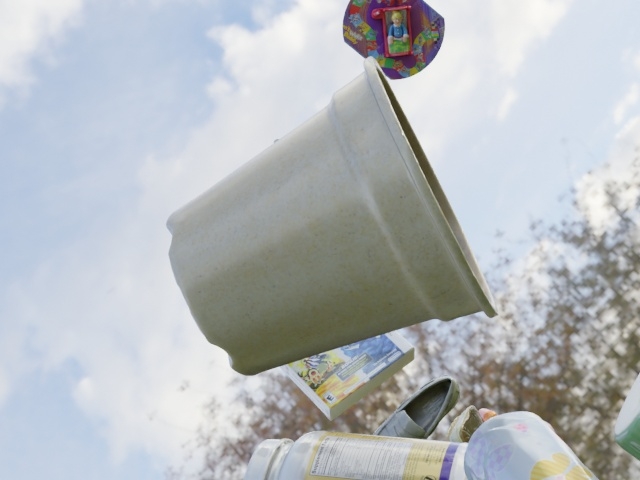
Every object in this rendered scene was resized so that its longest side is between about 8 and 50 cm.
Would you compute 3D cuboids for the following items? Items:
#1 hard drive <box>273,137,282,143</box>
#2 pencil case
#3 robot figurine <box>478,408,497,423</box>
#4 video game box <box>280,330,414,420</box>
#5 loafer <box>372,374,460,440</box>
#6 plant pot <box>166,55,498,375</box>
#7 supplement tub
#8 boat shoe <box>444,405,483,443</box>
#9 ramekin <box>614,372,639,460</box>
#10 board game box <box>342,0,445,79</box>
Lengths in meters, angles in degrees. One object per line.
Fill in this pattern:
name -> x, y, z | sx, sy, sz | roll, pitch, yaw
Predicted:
hard drive -> 0.026, -0.078, 2.075 | 0.353, 0.047, 0.233 | 2, -94, -55
pencil case -> 0.261, 0.305, 1.108 | 0.113, 0.273, 0.124 | -4, -66, -19
robot figurine -> 0.335, 0.406, 1.877 | 0.219, 0.128, 0.158 | 178, 112, -85
video game box -> 0.038, 0.205, 1.852 | 0.205, 0.187, 0.048 | -33, -37, -23
loafer -> 0.203, 0.437, 2.352 | 0.319, 0.112, 0.111 | -47, -21, -13
plant pot -> 0.000, 0.000, 1.191 | 0.305, 0.333, 0.334 | -26, -24, 10
supplement tub -> 0.070, 0.403, 1.454 | 0.241, 0.331, 0.241 | 1, -90, -72
boat shoe -> 0.239, 0.315, 1.685 | 0.045, 0.050, 0.135 | -29, -5, 22
ramekin -> 0.504, 0.180, 1.273 | 0.303, 0.148, 0.303 | -54, -13, -19
board game box -> 0.119, -0.342, 1.620 | 0.133, 0.169, 0.033 | -51, 10, 7
